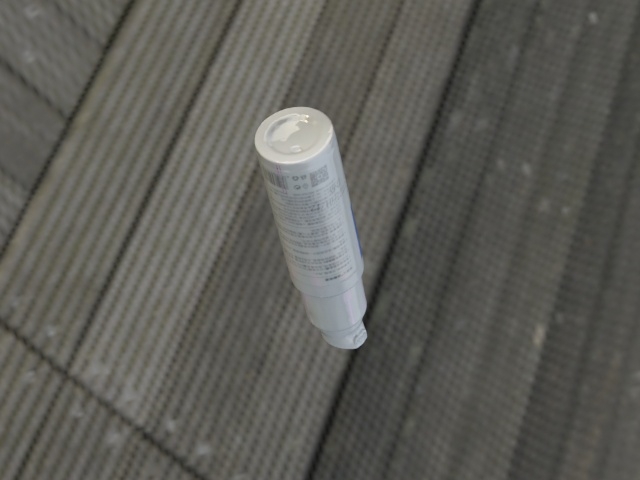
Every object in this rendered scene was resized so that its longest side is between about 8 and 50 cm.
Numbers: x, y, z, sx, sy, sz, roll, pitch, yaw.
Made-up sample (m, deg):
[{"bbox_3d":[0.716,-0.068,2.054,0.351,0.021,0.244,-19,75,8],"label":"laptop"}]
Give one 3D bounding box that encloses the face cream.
[{"bbox_3d":[0.000,0.000,0.768,0.130,0.034,0.034,76,29,-46],"label":"face cream"}]
